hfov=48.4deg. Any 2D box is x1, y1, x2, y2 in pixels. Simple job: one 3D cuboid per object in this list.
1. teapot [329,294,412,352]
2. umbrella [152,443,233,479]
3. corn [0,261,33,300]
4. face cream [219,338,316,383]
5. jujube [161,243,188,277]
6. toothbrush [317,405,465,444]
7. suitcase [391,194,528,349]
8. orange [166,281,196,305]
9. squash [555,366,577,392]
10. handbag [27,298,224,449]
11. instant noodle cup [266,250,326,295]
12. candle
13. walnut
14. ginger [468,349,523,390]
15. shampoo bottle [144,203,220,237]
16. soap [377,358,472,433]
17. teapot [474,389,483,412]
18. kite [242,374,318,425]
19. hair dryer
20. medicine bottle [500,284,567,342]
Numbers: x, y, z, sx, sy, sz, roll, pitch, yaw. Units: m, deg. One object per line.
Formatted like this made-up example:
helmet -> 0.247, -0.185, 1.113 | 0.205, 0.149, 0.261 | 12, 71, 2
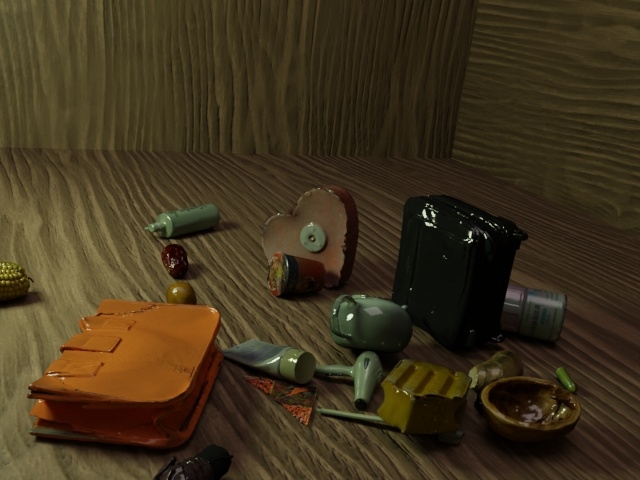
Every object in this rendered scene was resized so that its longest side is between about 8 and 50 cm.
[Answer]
teapot -> 0.118, 0.192, 1.659 | 0.193, 0.130, 0.294 | -3, -15, 38
umbrella -> -0.237, 0.393, 1.059 | 0.090, 0.094, 0.326 | 29, 26, 18
corn -> -0.837, 0.104, 1.689 | 0.310, 0.102, 0.101 | -3, 21, -34
face cream -> -0.115, 0.259, 1.580 | 0.224, 0.070, 0.114 | 6, 14, 40
jujube -> -0.416, 0.059, 2.032 | 0.077, 0.077, 0.129 | 2, 28, -16
toothbrush -> 0.135, 0.357, 1.403 | 0.294, 0.028, 0.026 | 11, 2, 11
suitcase -> 0.330, 0.073, 1.826 | 0.188, 0.345, 0.339 | -9, 26, -32
orange -> -0.349, 0.144, 1.795 | 0.085, 0.085, 0.085 | 6, 18, -2
squash -> 0.575, 0.328, 1.662 | 0.027, 0.028, 0.083 | 6, 19, -4
handbag -> -0.365, 0.251, 1.414 | 0.303, 0.116, 0.410 | 4, 18, 1
instant noodle cup -> -0.063, 0.097, 1.993 | 0.135, 0.127, 0.127 | 6, 16, -31
candle -> 0.000, 0.000, 2.102 | 0.287, 0.317, 0.131 | 56, 30, 9
walnut -> 0.411, 0.351, 1.432 | 0.211, 0.087, 0.167 | -2, 27, -20
ginger -> 0.402, 0.299, 1.618 | 0.095, 0.069, 0.190 | -10, 4, 40
shampoo bottle -> -0.454, -0.062, 2.357 | 0.085, 0.085, 0.262 | 20, 23, 35
soap -> 0.207, 0.311, 1.416 | 0.160, 0.080, 0.257 | 11, 7, 17
teapot -> 0.367, 0.340, 1.518 | 0.100, 0.045, 0.067 | -12, 28, -42
kite -> -0.051, 0.318, 1.484 | 0.125, 0.008, 0.222 | -8, 23, -39
hair dryer -> 0.038, 0.300, 1.521 | 0.199, 0.068, 0.167 | -5, 25, -2
medicine bottle -> 0.558, 0.191, 1.899 | 0.168, 0.135, 0.135 | 12, 19, 15
